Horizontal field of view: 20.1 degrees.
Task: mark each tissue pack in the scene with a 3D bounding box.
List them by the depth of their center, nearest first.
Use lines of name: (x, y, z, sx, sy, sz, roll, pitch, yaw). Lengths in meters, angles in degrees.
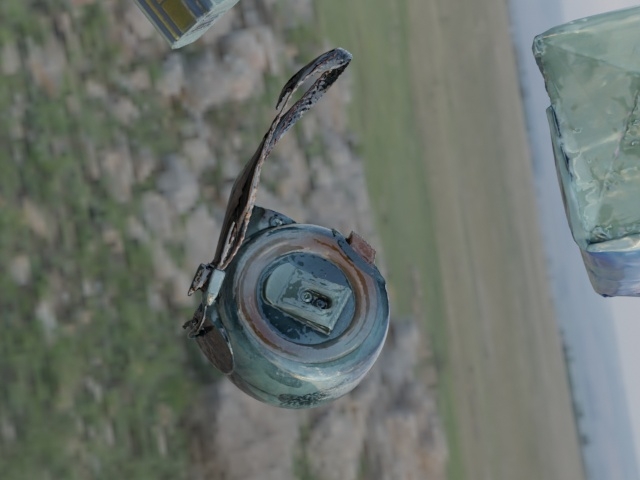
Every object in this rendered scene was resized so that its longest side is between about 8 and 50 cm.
tissue pack: (0.241, -0.055, 1.077, 0.263, 0.198, 0.146, 32, 46, -78)

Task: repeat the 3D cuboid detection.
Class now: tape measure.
tape measure: (-0.001, 0.002, 0.916, 0.104, 0.107, 0.180, -65, 179, -46)

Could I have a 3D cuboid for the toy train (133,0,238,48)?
toy train: (-0.141, -0.219, 1.010, 0.252, 0.055, 0.048, 51, 34, 2)
